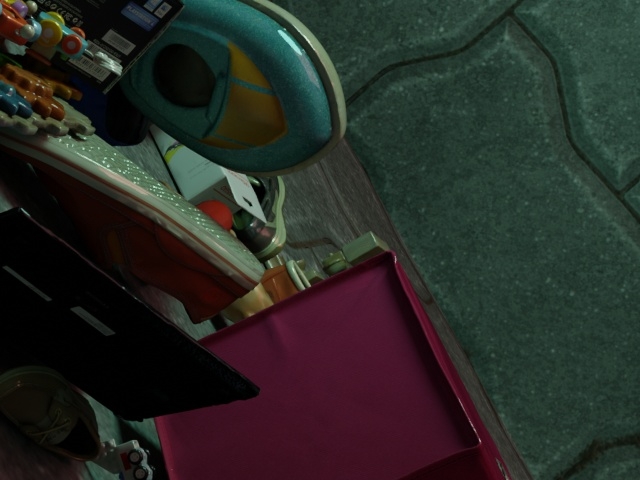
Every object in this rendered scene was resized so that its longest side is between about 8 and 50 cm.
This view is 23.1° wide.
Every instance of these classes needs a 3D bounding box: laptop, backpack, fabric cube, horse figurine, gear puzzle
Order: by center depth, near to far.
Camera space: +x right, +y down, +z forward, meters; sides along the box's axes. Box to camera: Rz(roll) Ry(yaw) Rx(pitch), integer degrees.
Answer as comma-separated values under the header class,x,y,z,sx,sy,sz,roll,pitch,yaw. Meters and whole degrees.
class,x,y,z,sx,sy,sz,roll,pitch,yaw
laptop,-0.188,0.023,1.206,0.234,0.264,0.136,39,55,-28
fabric cube,0.028,0.216,1.376,0.254,0.259,0.258,-111,175,-49
gear puzzle,-0.285,-0.157,1.439,0.175,0.044,0.339,31,8,6
backpack,-0.236,-0.164,1.740,0.098,0.101,0.120,9,84,-56
horse figurine,-0.101,0.053,1.871,0.263,0.066,0.174,63,5,32

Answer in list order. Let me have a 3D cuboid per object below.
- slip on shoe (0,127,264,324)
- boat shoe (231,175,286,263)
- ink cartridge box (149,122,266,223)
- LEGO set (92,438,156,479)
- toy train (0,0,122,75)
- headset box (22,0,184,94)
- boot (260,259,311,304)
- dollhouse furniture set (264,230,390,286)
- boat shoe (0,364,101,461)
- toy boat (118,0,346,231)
class,x,y,z,sx,sy,sz,roll,pitch,yaw
slip on shoe,-0.200,-0.023,1.522,0.331,0.101,0.123,37,8,-31
boat shoe,-0.096,-0.062,2.181,0.073,0.080,0.223,58,13,-38
ink cartridge box,-0.153,-0.099,2.049,0.198,0.067,0.115,62,11,22
LEGO set,-0.126,0.273,1.246,0.244,0.060,0.182,-103,172,-56
toy train,-0.261,-0.182,1.405,0.125,0.046,0.166,44,12,36
headset box,-0.306,-0.318,1.560,0.246,0.131,0.283,32,17,-49
boot,-0.030,0.103,2.019,0.158,0.084,0.059,60,8,-2
dollhouse furniture set,0.000,0.000,2.263,0.123,0.151,0.144,62,8,16
boat shoe,-0.204,0.133,1.188,0.045,0.050,0.135,59,9,30
toy boat,-0.115,-0.106,1.640,0.267,0.318,0.148,25,29,16
